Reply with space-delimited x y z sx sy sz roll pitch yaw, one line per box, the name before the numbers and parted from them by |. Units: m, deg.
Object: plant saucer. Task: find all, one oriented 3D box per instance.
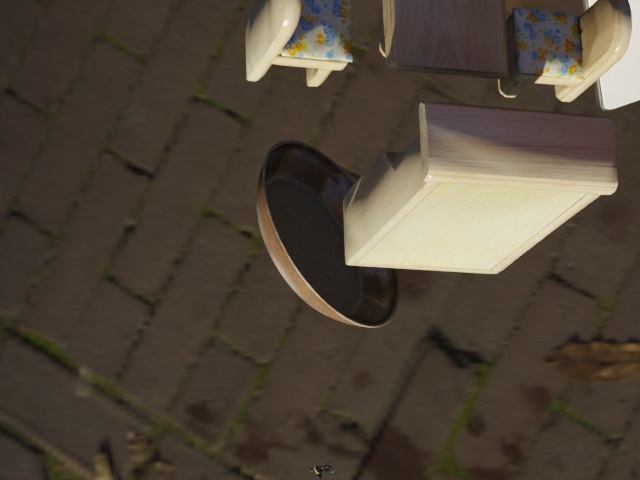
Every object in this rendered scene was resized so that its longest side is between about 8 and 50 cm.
plant saucer | 0.000 0.000 1.796 0.036 0.198 0.198 -32 77 27

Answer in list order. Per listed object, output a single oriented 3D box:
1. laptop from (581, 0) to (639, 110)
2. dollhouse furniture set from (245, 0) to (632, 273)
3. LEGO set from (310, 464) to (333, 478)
laptop | 0.449 -0.261 1.657 0.408 0.382 0.236 -19 42 -3
dollhouse furniture set | 0.080 -0.121 1.092 0.212 0.161 0.242 3 72 -16
LEGO set | 0.002 0.260 1.857 0.054 0.023 0.083 17 89 60
